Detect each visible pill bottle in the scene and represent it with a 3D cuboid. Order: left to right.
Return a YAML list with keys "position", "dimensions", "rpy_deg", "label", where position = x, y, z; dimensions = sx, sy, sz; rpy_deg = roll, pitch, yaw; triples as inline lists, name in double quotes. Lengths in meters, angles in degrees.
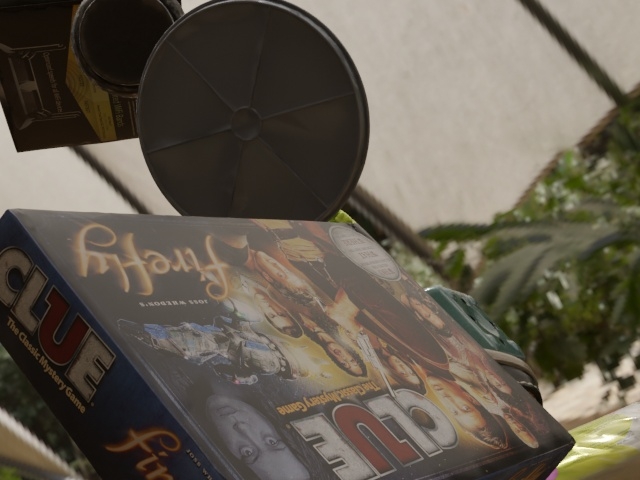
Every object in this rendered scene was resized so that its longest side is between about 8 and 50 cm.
- position: [-0.197, -0.212, 1.235]
  dimensions: [0.122, 0.123, 0.219]
  rpy_deg: [-27, 10, -2]
  label: "pill bottle"

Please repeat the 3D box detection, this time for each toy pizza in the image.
- position: [-0.054, -0.095, 0.938]
  dimensions: [0.201, 0.201, 0.032]
  rpy_deg: [-27, 2, 23]
  label: "toy pizza"

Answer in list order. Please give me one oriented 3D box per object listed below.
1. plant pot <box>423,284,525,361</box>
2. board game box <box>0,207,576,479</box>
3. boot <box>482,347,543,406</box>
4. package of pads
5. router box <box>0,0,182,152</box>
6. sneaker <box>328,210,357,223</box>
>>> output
- position: [0.170, 0.211, 1.831]
  dimensions: [0.252, 0.248, 0.247]
  rpy_deg: [-49, -27, 13]
  label: "plant pot"
- position: [-0.006, 0.057, 0.493]
  dimensions: [0.042, 0.165, 0.243]
  rpy_deg: [-54, -26, 21]
  label: "board game box"
- position: [0.081, 0.234, 1.081]
  dimensions: [0.377, 0.138, 0.284]
  rpy_deg: [-4, 30, -20]
  label: "boot"
- position: [0.304, 0.338, 1.386]
  dimensions: [0.296, 0.229, 0.101]
  rpy_deg: [-22, 25, -3]
  label: "package of pads"
- position: [-0.293, -0.237, 1.488]
  dimensions: [0.242, 0.081, 0.309]
  rpy_deg: [-7, -27, -8]
  label: "router box"
- position: [0.000, 0.000, 1.750]
  dimensions: [0.109, 0.295, 0.123]
  rpy_deg: [-34, -37, -3]
  label: "sneaker"
